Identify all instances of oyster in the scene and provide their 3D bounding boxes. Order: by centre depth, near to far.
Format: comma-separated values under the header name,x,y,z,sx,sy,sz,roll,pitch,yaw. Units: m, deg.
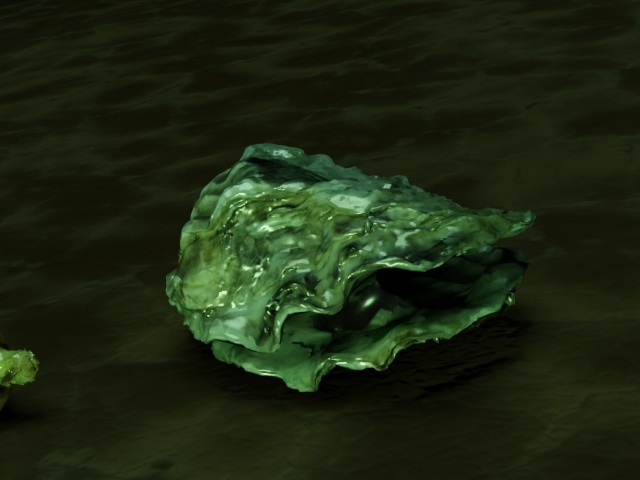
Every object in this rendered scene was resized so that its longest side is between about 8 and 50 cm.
name,x,y,z,sx,sy,sz,roll,pitch,yaw
oyster,0.000,0.000,0.810,0.268,0.112,0.198,6,24,45

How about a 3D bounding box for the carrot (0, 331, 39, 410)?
name,x,y,z,sx,sy,sz,roll,pitch,yaw
carrot,-0.276,0.078,0.797,0.257,0.061,0.061,-5,19,21
